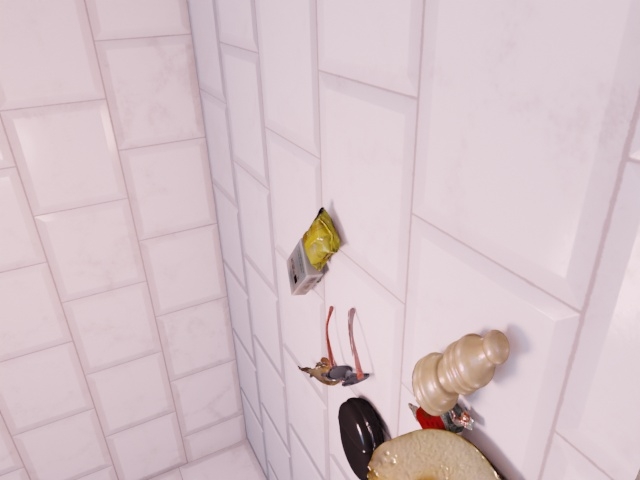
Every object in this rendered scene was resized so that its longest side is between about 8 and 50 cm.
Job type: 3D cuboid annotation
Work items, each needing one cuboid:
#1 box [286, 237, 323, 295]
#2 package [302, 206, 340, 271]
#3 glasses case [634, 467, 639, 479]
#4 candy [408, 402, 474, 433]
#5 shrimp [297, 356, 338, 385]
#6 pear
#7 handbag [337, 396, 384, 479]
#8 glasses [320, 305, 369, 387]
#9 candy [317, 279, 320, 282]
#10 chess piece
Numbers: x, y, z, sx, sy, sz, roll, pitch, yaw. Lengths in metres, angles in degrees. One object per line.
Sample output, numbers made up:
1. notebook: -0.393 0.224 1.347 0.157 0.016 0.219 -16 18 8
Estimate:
1. box: -0.065 0.104 1.928 0.243 0.067 0.155 127 138 -61
2. package: 0.000 0.000 1.724 0.226 0.090 0.168 -46 58 60
3. glasses case: 0.541 0.320 0.759 0.071 0.047 0.204 42 141 53
4. candy: 0.315 0.469 1.339 0.086 0.059 0.292 69 157 11
5. shrimp: -0.002 0.524 2.079 0.262 0.066 0.117 7 96 50
6. pear: 0.302 0.657 1.233 0.387 0.340 0.191 14 159 36
7. handbag: 0.147 0.716 1.797 0.254 0.093 0.307 -148 48 -65
8. glasses: 0.063 0.375 1.774 0.234 0.118 0.268 -10 95 68
9. candy: -0.005 0.129 1.905 0.025 0.023 0.083 -115 34 -42
10. chess piece: 0.326 0.293 1.146 0.124 0.138 0.307 37 145 4
